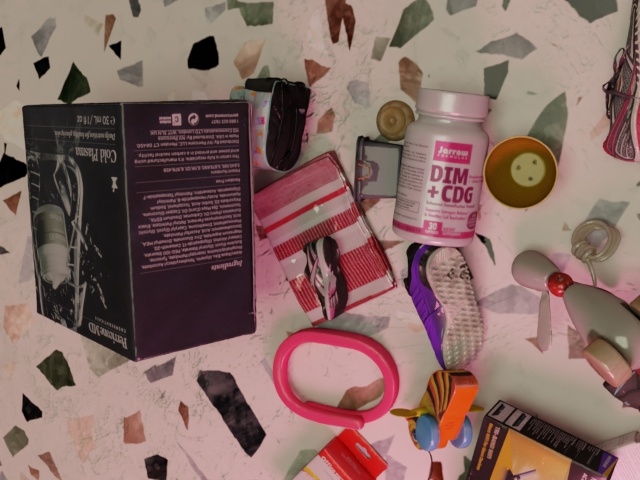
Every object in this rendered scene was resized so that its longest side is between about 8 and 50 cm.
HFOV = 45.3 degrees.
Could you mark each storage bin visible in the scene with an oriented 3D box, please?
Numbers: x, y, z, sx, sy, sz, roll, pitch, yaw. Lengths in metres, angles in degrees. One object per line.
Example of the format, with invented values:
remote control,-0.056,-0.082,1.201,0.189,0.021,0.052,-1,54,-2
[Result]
storage bin,0.120,-0.143,1.557,0.091,0.098,0.135,4,101,13

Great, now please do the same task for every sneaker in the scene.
sneaker,0.546,-0.286,1.324,0.112,0.121,0.299,8,95,54
sneaker,0.604,0.187,1.381,0.106,0.101,0.267,25,107,24
sneaker,0.237,0.125,1.545,0.146,0.102,0.293,27,135,56
sneaker,0.006,0.081,1.630,0.077,0.072,0.178,-5,91,39

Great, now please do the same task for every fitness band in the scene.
fitness band,0.032,0.301,1.692,0.290,0.054,0.209,6,98,23

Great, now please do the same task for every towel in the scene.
towel,0.000,0.000,1.662,0.237,0.037,0.329,-28,87,27

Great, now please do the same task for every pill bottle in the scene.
pill bottle,0.233,-0.141,1.461,0.160,0.160,0.283,12,103,23

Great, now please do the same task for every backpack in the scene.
backpack,-0.109,-0.238,1.600,0.144,0.166,0.188,3,96,26

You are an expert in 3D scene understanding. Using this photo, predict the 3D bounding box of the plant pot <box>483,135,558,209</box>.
plant pot,0.381,-0.130,1.431,0.134,0.095,0.134,5,101,24

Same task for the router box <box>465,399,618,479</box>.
router box,0.407,0.501,1.489,0.243,0.081,0.309,22,117,29

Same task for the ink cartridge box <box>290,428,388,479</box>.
ink cartridge box,0.026,0.540,1.716,0.134,0.078,0.231,45,113,12

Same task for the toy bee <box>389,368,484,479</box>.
toy bee,0.218,0.367,1.551,0.298,0.195,0.162,-60,30,13

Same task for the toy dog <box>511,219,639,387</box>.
toy dog,0.492,0.139,1.374,0.220,0.334,0.161,-26,128,11

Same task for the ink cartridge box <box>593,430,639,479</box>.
ink cartridge box,0.654,0.498,1.426,0.261,0.066,0.296,-29,86,27

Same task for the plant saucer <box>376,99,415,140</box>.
plant saucer,0.151,-0.244,1.563,0.083,0.015,0.083,4,101,24

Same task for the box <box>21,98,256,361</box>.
box,-0.384,-0.052,1.602,0.480,0.297,0.472,10,106,48
